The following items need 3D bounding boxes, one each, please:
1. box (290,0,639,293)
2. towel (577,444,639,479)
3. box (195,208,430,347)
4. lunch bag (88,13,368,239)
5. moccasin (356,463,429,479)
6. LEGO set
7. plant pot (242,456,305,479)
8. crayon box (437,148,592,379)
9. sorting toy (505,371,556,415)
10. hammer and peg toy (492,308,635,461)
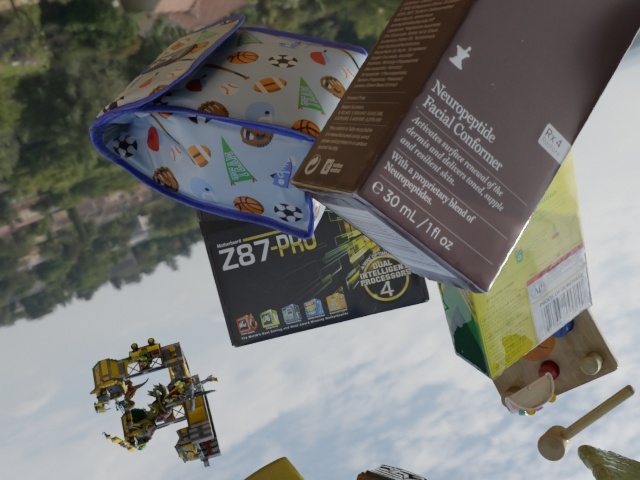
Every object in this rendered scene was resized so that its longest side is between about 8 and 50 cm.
[{"bbox_3d":[0.161,-0.159,0.823,0.381,0.191,0.143,-60,-152,-8],"label":"box"},{"bbox_3d":[0.434,0.333,1.143,0.148,0.027,0.110,21,-167,-9],"label":"towel"},{"bbox_3d":[-0.016,0.008,1.602,0.395,0.318,0.097,-13,-177,7],"label":"box"},{"bbox_3d":[-0.144,-0.216,1.389,0.386,0.239,0.328,14,-141,11],"label":"lunch bag"},{"bbox_3d":[0.164,0.587,1.847,0.139,0.147,0.380,15,173,17],"label":"moccasin"},{"bbox_3d":[-0.341,0.380,1.768,0.255,0.192,0.331,-12,140,-13],"label":"LEGO set"},{"bbox_3d":[-0.115,0.564,1.543,0.187,0.212,0.212,2,124,-50],"label":"plant pot"},{"bbox_3d":[0.245,0.001,1.081,0.202,0.318,0.081,-31,-144,-19],"label":"crayon box"},{"bbox_3d":[0.335,0.257,1.326,0.083,0.045,0.075,-27,159,-14],"label":"sorting toy"},{"bbox_3d":[0.469,0.241,1.693,0.266,0.361,0.127,-33,170,29],"label":"hammer and peg toy"}]
